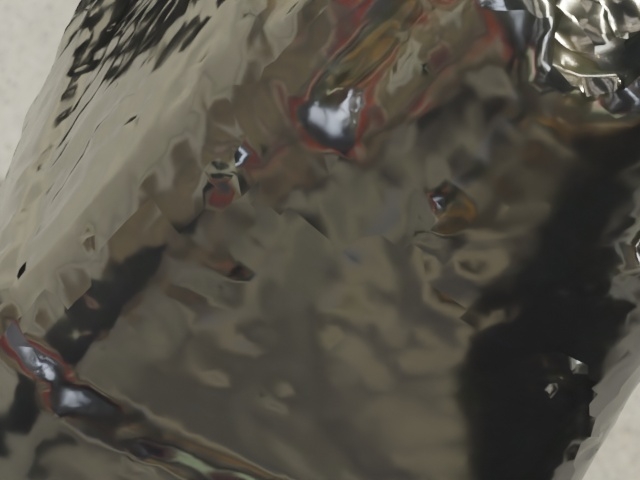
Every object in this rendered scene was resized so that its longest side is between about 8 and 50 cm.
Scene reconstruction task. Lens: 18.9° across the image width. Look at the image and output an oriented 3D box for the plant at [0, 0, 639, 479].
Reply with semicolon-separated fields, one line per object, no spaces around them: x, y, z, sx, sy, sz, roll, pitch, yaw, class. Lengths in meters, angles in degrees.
0.000;0.000;0.439;0.142;0.256;0.164;23;47;-12;plant
